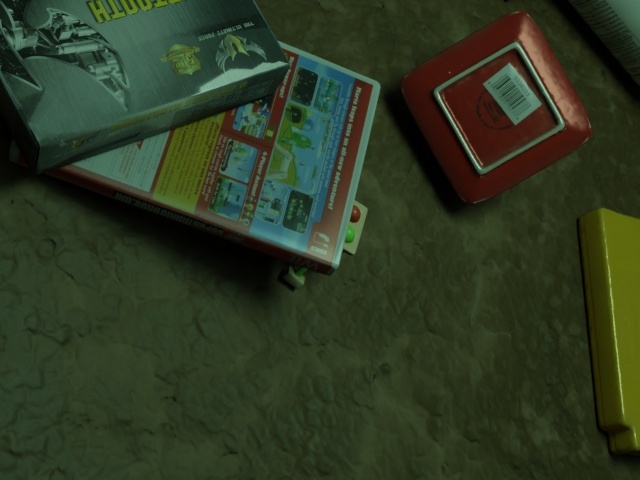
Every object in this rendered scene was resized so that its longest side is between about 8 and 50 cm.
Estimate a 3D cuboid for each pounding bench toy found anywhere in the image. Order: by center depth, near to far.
[{"bbox_3d":[0.000,0.000,0.900,0.052,0.065,0.083,30,58,-23],"label":"pounding bench toy"}]

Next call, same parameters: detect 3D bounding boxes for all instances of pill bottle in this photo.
[{"bbox_3d":[0.441,-0.296,1.263,0.283,0.160,0.160,45,53,-13],"label":"pill bottle"}]

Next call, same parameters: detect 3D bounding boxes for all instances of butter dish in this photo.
[{"bbox_3d":[0.186,-0.140,1.061,0.160,0.118,0.160,-30,91,5],"label":"butter dish"}]

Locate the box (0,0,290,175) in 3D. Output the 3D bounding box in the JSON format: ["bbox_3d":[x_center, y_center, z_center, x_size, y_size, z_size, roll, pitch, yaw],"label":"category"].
[{"bbox_3d":[-0.168,-0.175,0.810,0.231,0.056,0.183,-23,76,-28],"label":"box"}]

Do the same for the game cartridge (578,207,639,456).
[{"bbox_3d":[0.449,0.127,1.187,0.324,0.053,0.285,13,66,-29],"label":"game cartridge"}]

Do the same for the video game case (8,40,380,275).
[{"bbox_3d":[-0.097,-0.106,0.855,0.285,0.025,0.204,20,61,-12],"label":"video game case"}]
